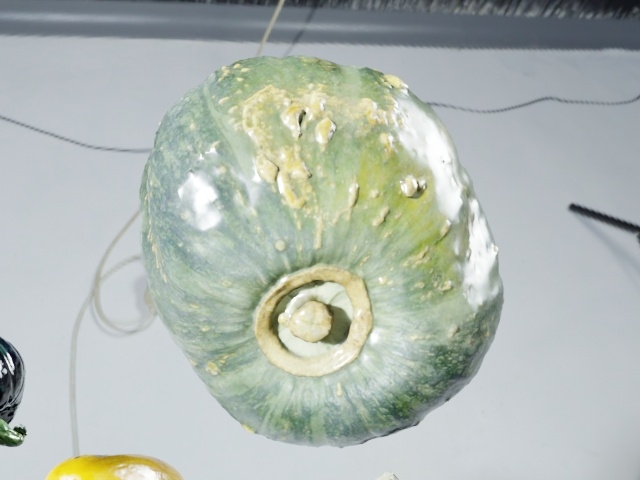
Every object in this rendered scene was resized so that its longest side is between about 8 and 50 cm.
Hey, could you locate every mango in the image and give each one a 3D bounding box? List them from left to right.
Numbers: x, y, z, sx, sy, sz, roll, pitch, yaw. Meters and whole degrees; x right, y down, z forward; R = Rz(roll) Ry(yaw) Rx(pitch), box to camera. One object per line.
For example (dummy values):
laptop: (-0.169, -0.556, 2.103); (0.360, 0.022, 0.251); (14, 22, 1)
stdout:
mango: (-0.325, 0.412, 1.246); (0.177, 0.295, 0.120); (-20, 66, 23)

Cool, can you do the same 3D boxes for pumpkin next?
pumpkin: (-0.456, 0.203, 0.947); (0.150, 0.194, 0.194); (21, 56, 32)
pumpkin: (0.000, 0.000, 0.652); (0.291, 0.257, 0.328); (-16, 109, 0)

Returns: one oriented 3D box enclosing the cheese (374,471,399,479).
cheese: (0.142, 0.405, 1.029); (0.085, 0.400, 0.034); (-23, 99, -14)
